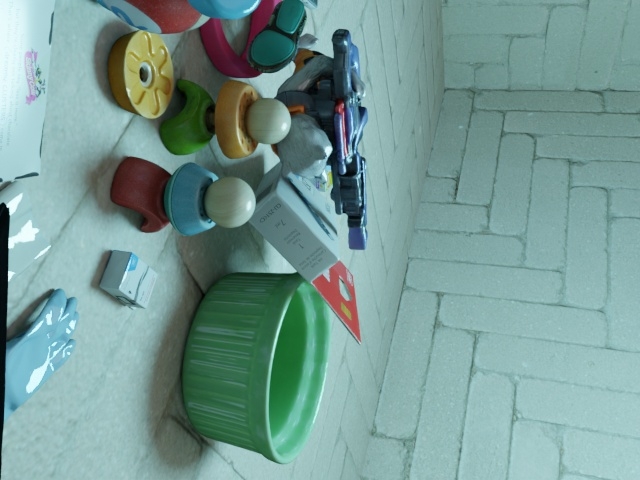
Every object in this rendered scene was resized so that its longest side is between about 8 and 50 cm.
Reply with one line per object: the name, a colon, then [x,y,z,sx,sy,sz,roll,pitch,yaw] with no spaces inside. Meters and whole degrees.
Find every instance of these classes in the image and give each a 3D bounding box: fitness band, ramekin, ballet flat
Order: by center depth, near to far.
fitness band: [-0.114,-0.392,0.929,0.209,0.054,0.290,27,70,-74]
ballet flat: [-0.066,-0.296,0.937,0.070,0.070,0.188,77,28,-45]
ramekin: [-0.096,0.192,0.997,0.303,0.148,0.303,5,90,-73]

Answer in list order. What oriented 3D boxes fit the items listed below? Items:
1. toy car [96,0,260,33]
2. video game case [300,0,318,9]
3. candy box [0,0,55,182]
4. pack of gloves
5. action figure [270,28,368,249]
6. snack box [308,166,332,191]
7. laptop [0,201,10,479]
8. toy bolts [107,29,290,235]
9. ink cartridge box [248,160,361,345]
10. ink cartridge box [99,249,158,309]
toy car: [-0.206,-0.277,0.513,0.238,0.219,0.210,-21,120,-38]
video game case: [-0.035,-0.559,1.168,0.173,0.022,0.190,-14,108,-71]
candy box: [-0.276,-0.116,0.409,0.196,0.070,0.164,-36,142,-67]
pack of gloves: [-0.286,0.092,0.537,0.232,0.046,0.195,-64,153,-47]
action figure: [-0.014,-0.153,0.962,0.330,0.179,0.341,-83,168,-66]
snack box: [0.011,-0.222,1.340,0.207,0.070,0.174,-52,144,-57]
laptop: [-0.320,0.222,0.303,0.408,0.236,0.381,-14,128,-46]
toy bolts: [-0.142,-0.122,0.733,0.218,0.159,0.228,57,42,-63]
ink cartridge box: [0.000,0.000,1.010,0.261,0.066,0.296,48,12,-13]
ink cartridge box: [-0.225,0.051,0.741,0.083,0.028,0.048,62,37,-61]
